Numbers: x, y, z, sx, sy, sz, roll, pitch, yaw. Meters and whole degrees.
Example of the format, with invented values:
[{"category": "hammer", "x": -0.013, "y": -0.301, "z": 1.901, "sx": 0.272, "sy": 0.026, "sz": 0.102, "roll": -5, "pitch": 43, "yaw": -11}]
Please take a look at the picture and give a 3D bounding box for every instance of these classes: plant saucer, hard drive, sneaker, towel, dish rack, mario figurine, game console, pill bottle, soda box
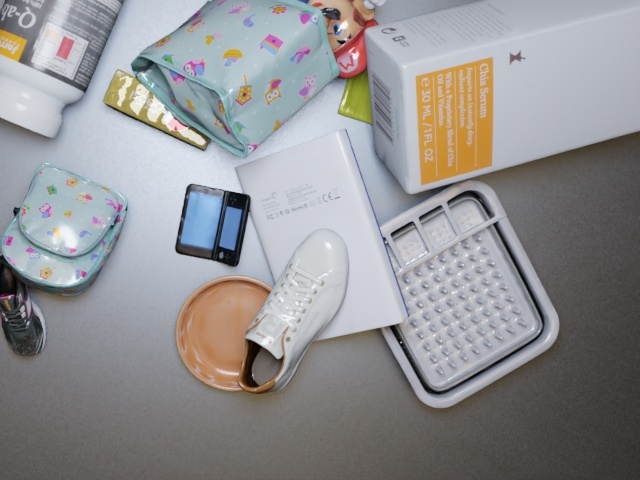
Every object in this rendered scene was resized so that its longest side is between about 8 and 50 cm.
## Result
[{"category": "plant saucer", "x": -0.143, "y": 0.154, "z": 1.461, "sx": 0.200, "sy": 0.037, "sz": 0.200, "roll": 0, "pitch": 98, "yaw": -2}, {"category": "hard drive", "x": 0.000, "y": 0.000, "z": 1.421, "sx": 0.210, "sy": 0.040, "sz": 0.318, "roll": -16, "pitch": 97, "yaw": 31}, {"category": "sneaker", "x": -0.500, "y": 0.105, "z": 1.401, "sx": 0.072, "sy": 0.077, "sz": 0.178, "roll": -17, "pitch": 96, "yaw": -5}, {"category": "towel", "x": 0.156, "y": -0.231, "z": 1.491, "sx": 0.237, "sy": 0.021, "sz": 0.102, "roll": 17, "pitch": 91, "yaw": -8}, {"category": "dish rack", "x": 0.225, "y": 0.090, "z": 1.495, "sx": 0.286, "sy": 0.072, "sz": 0.332, "roll": -30, "pitch": 96, "yaw": -5}, {"category": "mario figurine", "x": -0.014, "y": -0.408, "z": 1.378, "sx": 0.170, "sy": 0.198, "sz": 0.320, "roll": -26, "pitch": 92, "yaw": -17}, {"category": "game console", "x": -0.179, "y": -0.026, "z": 1.439, "sx": 0.071, "sy": 0.107, "sz": 0.122, "roll": 9, "pitch": 93, "yaw": -36}, {"category": "sneaker", "x": -0.044, "y": 0.119, "z": 1.363, "sx": 0.106, "sy": 0.123, "sz": 0.290, "roll": 26, "pitch": 100, "yaw": 18}, {"category": "pill bottle", "x": -0.421, "y": -0.311, "z": 1.344, "sx": 0.162, "sy": 0.162, "sz": 0.278, "roll": 23, "pitch": 90, "yaw": -8}, {"category": "soda box", "x": -0.261, "y": -0.212, "z": 1.421, "sx": 0.181, "sy": 0.058, "sz": 0.061, "roll": 25, "pitch": 90, "yaw": -8}]

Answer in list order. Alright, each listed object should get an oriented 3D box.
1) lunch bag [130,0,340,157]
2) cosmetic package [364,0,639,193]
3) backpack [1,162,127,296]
[{"category": "lunch bag", "x": -0.141, "y": -0.279, "z": 1.343, "sx": 0.223, "sy": 0.262, "sz": 0.160, "roll": -45, "pitch": 142, "yaw": -19}, {"category": "cosmetic package", "x": 0.314, "y": -0.257, "z": 1.380, "sx": 0.453, "sy": 0.161, "sz": 0.230, "roll": -17, "pitch": 127, "yaw": -11}, {"category": "backpack", "x": -0.404, "y": -0.012, "z": 1.356, "sx": 0.166, "sy": 0.144, "sz": 0.188, "roll": 24, "pitch": 76, "yaw": -9}]
